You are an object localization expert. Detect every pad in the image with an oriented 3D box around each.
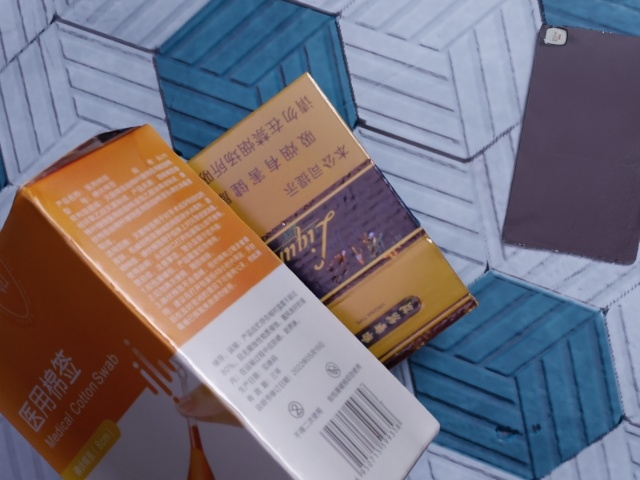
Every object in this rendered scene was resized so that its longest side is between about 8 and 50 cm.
[{"bbox_3d":[0.228,-0.082,0.779,0.116,0.004,0.193,10,97,10],"label":"pad"}]

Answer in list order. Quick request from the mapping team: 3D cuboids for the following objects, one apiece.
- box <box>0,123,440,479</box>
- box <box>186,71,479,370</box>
[{"bbox_3d":[-0.112,0.109,0.715,0.341,0.143,0.225,46,129,5],"label":"box"},{"bbox_3d":[0.000,0.000,0.763,0.152,0.070,0.237,-36,92,4],"label":"box"}]
